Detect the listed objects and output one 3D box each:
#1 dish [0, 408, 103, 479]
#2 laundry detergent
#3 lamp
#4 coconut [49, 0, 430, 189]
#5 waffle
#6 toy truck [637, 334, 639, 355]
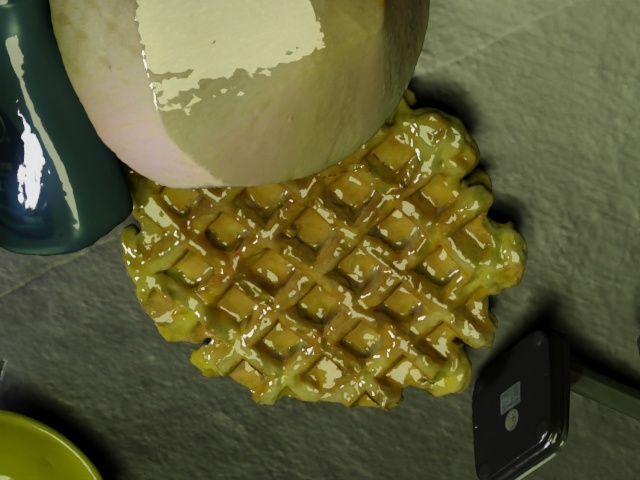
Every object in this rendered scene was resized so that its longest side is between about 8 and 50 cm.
[{"bbox_3d":[-0.307,0.280,1.353,0.221,0.108,0.262,16,74,-19],"label":"dish"},{"bbox_3d":[-0.242,-0.134,1.173,0.143,0.094,0.290,8,123,51],"label":"laundry detergent"},{"bbox_3d":[0.233,0.212,1.300,0.283,0.124,0.203,35,136,-13],"label":"lamp"},{"bbox_3d":[-0.051,-0.159,1.054,0.259,0.259,0.259,3,116,6],"label":"coconut"},{"bbox_3d":[0.000,0.000,1.236,0.324,0.068,0.302,-2,116,7],"label":"waffle"},{"bbox_3d":[0.377,0.099,1.213,0.242,0.101,0.125,21,112,-6],"label":"toy truck"}]
